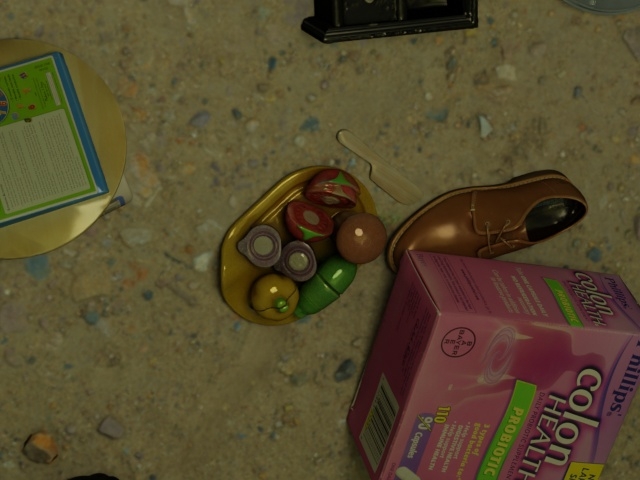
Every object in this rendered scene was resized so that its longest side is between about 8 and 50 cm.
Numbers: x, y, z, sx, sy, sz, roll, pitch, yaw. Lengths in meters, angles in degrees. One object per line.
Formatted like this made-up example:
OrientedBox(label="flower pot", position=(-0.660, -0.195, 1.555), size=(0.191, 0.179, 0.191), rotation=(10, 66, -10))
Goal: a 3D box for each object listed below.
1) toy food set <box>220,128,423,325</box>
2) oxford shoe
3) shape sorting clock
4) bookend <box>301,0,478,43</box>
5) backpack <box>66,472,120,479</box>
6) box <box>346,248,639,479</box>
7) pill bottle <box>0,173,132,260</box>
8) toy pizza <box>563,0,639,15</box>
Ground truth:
OrientedBox(label="toy food set", position=(0.000, 0.000, 1.927), size=(0.218, 0.071, 0.128), rotation=(-45, 115, -2))
OrientedBox(label="oxford shoe", position=(0.168, -0.014, 1.979), size=(0.212, 0.076, 0.076), rotation=(-22, 114, -9))
OrientedBox(label="shape sorting clock", position=(-0.277, -0.082, 1.778), size=(0.206, 0.040, 0.206), rotation=(2, 74, -5))
OrientedBox(label="bookend", position=(0.064, -0.275, 1.862), size=(0.156, 0.072, 0.157), rotation=(-7, 108, -16))
OrientedBox(label="backpack", position=(-0.228, 0.302, 1.883), size=(0.152, 0.182, 0.115), rotation=(-34, 114, -5))
OrientedBox(label="box", position=(0.178, 0.139, 1.978), size=(0.243, 0.117, 0.213), rotation=(7, 120, -21))
OrientedBox(label="pill bottle", position=(-0.250, -0.040, 1.825), size=(0.137, 0.078, 0.078), rotation=(-27, 113, -9))
OrientedBox(label="toy pizza", position=(0.291, -0.322, 1.947), size=(0.201, 0.032, 0.201), rotation=(-6, 109, -18))
